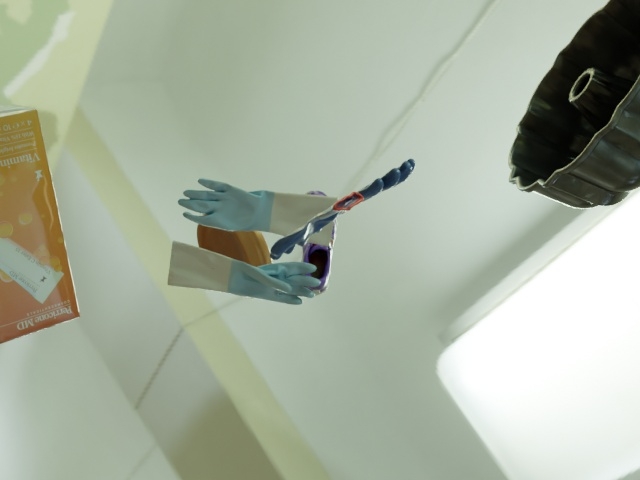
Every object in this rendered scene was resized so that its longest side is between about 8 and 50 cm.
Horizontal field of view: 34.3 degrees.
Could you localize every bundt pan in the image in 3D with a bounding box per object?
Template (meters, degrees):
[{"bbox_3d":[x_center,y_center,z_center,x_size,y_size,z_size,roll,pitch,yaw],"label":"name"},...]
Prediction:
[{"bbox_3d":[0.401,-0.180,1.408,0.124,0.331,0.331,30,-34,-13],"label":"bundt pan"}]

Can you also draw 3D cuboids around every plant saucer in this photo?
[{"bbox_3d":[-0.163,0.019,1.883,0.200,0.037,0.200,33,-43,36],"label":"plant saucer"}]

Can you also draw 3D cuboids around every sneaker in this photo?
[{"bbox_3d":[0.000,0.000,1.620,0.071,0.068,0.170,128,-37,-70],"label":"sneaker"}]

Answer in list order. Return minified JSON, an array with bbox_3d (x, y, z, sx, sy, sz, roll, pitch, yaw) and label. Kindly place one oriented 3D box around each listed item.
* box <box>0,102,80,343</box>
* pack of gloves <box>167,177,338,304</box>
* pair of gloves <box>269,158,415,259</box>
[{"bbox_3d":[-0.535,-0.023,1.616,0.168,0.215,0.345,15,-62,52],"label":"box"},{"bbox_3d":[-0.103,0.013,1.517,0.046,0.232,0.195,-87,-173,-58],"label":"pack of gloves"},{"bbox_3d":[0.029,-0.037,1.238,0.159,0.198,0.023,-32,-91,49],"label":"pair of gloves"}]
